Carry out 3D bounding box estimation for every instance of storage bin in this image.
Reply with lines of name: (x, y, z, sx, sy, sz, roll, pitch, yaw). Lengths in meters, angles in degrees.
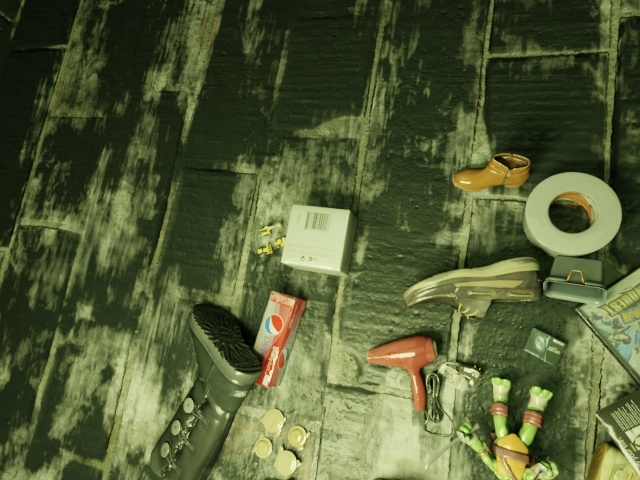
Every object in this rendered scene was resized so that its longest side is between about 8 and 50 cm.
storage bin: (0.634, 0.089, 1.114, 0.135, 0.098, 0.091, 7, 58, 31)

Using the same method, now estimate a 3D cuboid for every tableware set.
tableware set: (-0.114, 0.571, 1.274, 0.169, 0.020, 0.141, 24, 80, 26)

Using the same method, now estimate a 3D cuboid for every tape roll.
tape roll: (0.647, -0.063, 1.168, 0.220, 0.072, 0.218, -4, 76, 15)

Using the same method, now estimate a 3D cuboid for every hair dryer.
hair dryer: (0.253, 0.361, 1.184, 0.294, 0.080, 0.223, 30, 88, 21)

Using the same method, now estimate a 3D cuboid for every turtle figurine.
turtle figurine: (0.432, 0.453, 1.029, 0.275, 0.198, 0.266, 30, 65, -20)

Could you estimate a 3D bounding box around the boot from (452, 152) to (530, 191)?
boot: (0.457, -0.189, 1.209, 0.198, 0.152, 0.072, 1, 78, 17)

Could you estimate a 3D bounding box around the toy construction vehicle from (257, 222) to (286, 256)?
toy construction vehicle: (-0.160, -0.004, 1.415, 0.099, 0.035, 0.085, -18, 73, 12)

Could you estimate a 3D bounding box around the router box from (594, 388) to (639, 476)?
router box: (0.774, 0.440, 0.910, 0.243, 0.081, 0.308, -36, 52, 17)

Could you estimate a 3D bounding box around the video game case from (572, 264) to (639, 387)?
video game case: (0.815, 0.189, 1.079, 0.275, 0.035, 0.248, -36, 70, 6)

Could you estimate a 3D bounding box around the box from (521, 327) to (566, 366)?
box: (0.568, 0.271, 1.143, 0.083, 0.018, 0.067, 28, 87, 21)

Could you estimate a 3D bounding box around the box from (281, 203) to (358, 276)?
box: (0.000, 0.000, 1.321, 0.181, 0.119, 0.181, 7, 80, 18)

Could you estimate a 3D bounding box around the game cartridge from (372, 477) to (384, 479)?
game cartridge: (0.205, 0.726, 1.055, 0.060, 0.196, 0.293, -15, 72, -12)

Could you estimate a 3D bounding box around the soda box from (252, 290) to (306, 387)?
soda box: (-0.129, 0.286, 1.308, 0.084, 0.092, 0.262, 15, 83, 22)

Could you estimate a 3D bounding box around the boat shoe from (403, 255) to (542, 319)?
boat shoe: (0.396, 0.139, 1.166, 0.356, 0.132, 0.130, -15, 74, 14)

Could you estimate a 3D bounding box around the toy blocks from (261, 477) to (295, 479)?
toy blocks: (-0.230, 0.783, 1.120, 0.261, 0.288, 0.308, 3, 82, 12)

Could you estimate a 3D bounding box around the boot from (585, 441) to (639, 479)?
boot: (0.688, 0.616, 0.986, 0.204, 0.095, 0.261, 21, 75, 20)

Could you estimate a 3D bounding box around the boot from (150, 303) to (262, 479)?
boot: (-0.366, 0.458, 1.315, 0.367, 0.146, 0.444, 42, 111, 51)
